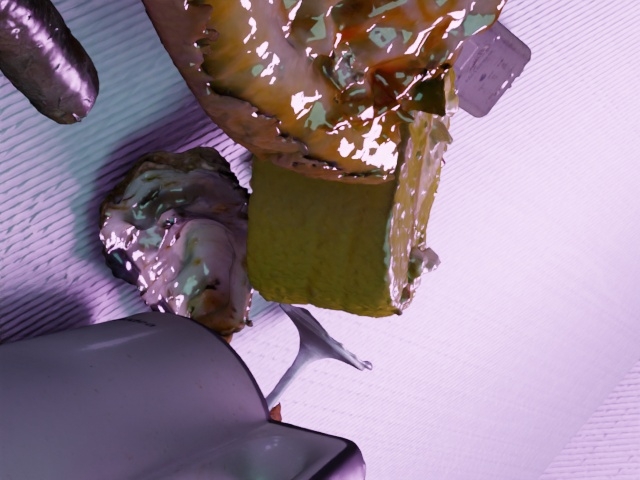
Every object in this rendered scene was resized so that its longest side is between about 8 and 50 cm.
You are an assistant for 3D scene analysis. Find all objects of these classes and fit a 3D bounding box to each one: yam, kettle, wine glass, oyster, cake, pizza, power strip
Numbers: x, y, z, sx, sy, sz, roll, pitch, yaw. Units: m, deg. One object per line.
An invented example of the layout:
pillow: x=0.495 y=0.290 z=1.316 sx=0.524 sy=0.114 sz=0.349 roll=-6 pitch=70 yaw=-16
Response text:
yam: x=-0.200 y=-0.147 z=1.032 sx=0.061 sy=0.061 sz=0.253 roll=-46 pitch=156 yaw=-5
kettle: x=-0.177 y=0.196 z=1.272 sx=0.377 sy=0.361 sz=0.250 roll=-15 pitch=105 yaw=-56
wine glass: x=-0.064 y=0.180 z=1.701 sx=0.232 sy=0.156 sz=0.156 roll=-52 pitch=158 yaw=-4
oyster: x=-0.117 y=0.016 z=1.437 sx=0.129 sy=0.078 sz=0.345 roll=-24 pitch=153 yaw=-9
cake: x=0.029 y=-0.071 z=1.355 sx=0.179 sy=0.156 sz=0.260 roll=51 pitch=47 yaw=-79
pizza: x=0.035 y=-0.176 z=1.080 sx=0.435 sy=0.080 sz=0.392 roll=-16 pitch=142 yaw=-31
power strip: x=0.145 y=-0.177 z=1.634 sx=0.092 sy=0.034 sz=0.268 roll=-52 pitch=157 yaw=9

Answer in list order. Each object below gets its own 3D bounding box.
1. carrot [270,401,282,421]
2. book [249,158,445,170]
carrot: x=-0.112 y=0.250 z=1.841 sx=0.224 sy=0.057 sz=0.057 roll=-37 pitch=155 yaw=-33
book: x=0.031 y=-0.072 z=1.573 sx=0.162 sy=0.022 sz=0.232 roll=-47 pitch=149 yaw=-7
